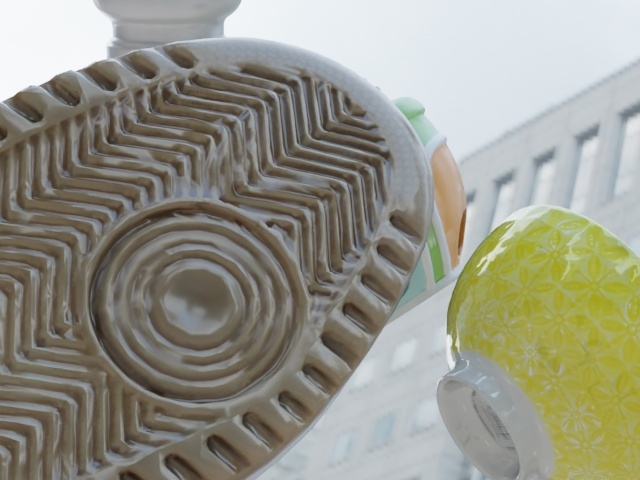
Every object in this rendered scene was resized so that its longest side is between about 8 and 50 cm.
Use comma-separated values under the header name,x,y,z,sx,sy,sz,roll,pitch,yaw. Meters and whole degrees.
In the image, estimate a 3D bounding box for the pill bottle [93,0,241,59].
name,x,y,z,sx,sy,sz,roll,pitch,yaw
pill bottle,-0.150,-0.294,1.593,0.153,0.153,0.265,4,-76,19

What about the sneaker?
name,x,y,z,sx,sy,sz,roll,pitch,yaw
sneaker,-0.091,0.075,0.378,0.099,0.282,0.153,41,-24,11

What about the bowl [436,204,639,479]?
name,x,y,z,sx,sy,sz,roll,pitch,yaw
bowl,0.197,0.130,1.447,0.289,0.156,0.289,44,-26,29

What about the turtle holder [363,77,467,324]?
name,x,y,z,sx,sy,sz,roll,pitch,yaw
turtle holder,0.008,-0.006,1.725,0.227,0.320,0.243,57,-13,1
